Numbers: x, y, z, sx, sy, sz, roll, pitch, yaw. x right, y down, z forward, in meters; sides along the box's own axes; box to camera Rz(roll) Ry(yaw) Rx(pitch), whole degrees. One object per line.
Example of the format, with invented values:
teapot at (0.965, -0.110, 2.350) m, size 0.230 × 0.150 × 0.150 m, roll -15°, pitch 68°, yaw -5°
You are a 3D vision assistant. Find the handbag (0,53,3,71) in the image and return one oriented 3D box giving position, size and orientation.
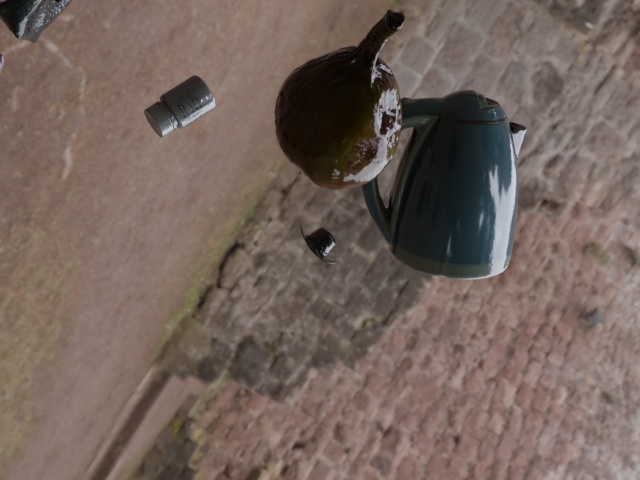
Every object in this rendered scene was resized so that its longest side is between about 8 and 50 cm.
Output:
handbag at (-0.616, -0.264, 1.559) m, size 0.173 × 0.095 × 0.117 m, roll -59°, pitch -158°, yaw 0°

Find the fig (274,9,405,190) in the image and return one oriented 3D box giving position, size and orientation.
fig at (0.065, -0.197, 1.223) m, size 0.290 × 0.190 × 0.190 m, roll -38°, pitch -170°, yaw 39°

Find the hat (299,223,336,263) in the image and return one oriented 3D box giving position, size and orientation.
hat at (0.000, 0.000, 1.925) m, size 0.050 × 0.121 × 0.121 m, roll -42°, pitch 177°, yaw 4°

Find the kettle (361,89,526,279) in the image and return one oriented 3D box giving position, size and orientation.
kettle at (0.235, -0.127, 1.757) m, size 0.247 × 0.320 × 0.342 m, roll -99°, pitch -168°, yaw -66°

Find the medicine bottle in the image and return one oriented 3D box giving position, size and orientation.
medicine bottle at (-0.284, -0.269, 1.808) m, size 0.130 × 0.080 × 0.080 m, roll -36°, pitch 170°, yaw -15°

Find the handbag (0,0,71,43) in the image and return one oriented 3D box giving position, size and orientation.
handbag at (-0.590, -0.504, 1.895) m, size 0.175 × 0.088 × 0.270 m, roll -38°, pitch -169°, yaw 1°
